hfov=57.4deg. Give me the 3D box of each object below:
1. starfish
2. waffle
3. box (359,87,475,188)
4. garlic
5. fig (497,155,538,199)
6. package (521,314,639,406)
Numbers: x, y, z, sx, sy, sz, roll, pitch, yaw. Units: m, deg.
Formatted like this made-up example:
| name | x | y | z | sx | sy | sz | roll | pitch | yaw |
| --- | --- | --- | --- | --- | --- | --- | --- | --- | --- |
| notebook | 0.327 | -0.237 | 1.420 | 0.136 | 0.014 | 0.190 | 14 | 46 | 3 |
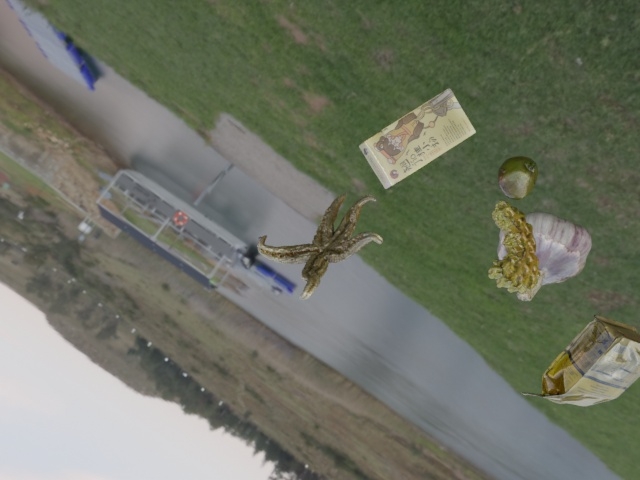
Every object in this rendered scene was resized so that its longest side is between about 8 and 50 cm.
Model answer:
| name | x | y | z | sx | sy | sz | roll | pitch | yaw |
| --- | --- | --- | --- | --- | --- | --- | --- | --- | --- |
| starfish | 0.002 | 0.009 | 1.413 | 0.327 | 0.375 | 0.094 | -15 | 124 | 17 |
| waffle | 0.402 | 0.015 | 1.211 | 0.149 | 0.194 | 0.051 | 18 | 156 | -38 |
| box | 0.132 | -0.139 | 0.793 | 0.073 | 0.149 | 0.020 | 57 | 174 | -5 |
| garlic | 0.593 | 0.061 | 1.595 | 0.245 | 0.253 | 0.245 | 20 | 147 | 13 |
| fig | 0.396 | -0.132 | 1.150 | 0.082 | 0.084 | 0.098 | 54 | 143 | 8 |
| package | 0.289 | 0.144 | 0.632 | 0.071 | 0.131 | 0.047 | 19 | -151 | -26 |
